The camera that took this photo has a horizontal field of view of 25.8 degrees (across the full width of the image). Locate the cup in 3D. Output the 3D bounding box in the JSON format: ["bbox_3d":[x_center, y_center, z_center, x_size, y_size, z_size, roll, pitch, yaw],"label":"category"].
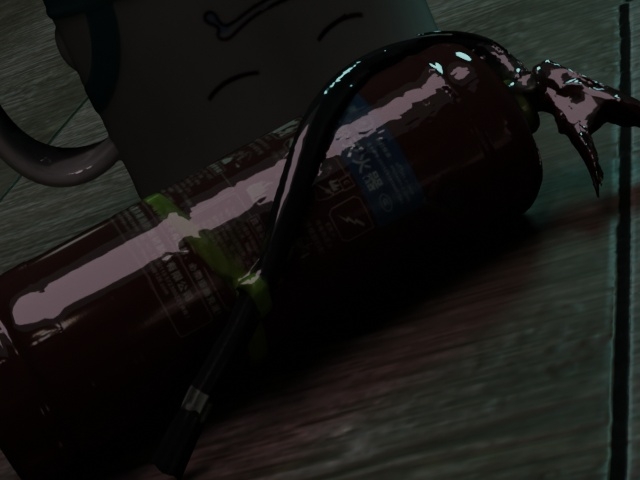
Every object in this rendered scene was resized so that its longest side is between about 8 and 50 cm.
[{"bbox_3d":[-0.088,-0.149,0.865,0.289,0.258,0.219,-25,17,0],"label":"cup"}]

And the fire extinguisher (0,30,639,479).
[{"bbox_3d":[0.000,0.000,0.650,0.341,0.105,0.141,-29,62,-10],"label":"fire extinguisher"}]
